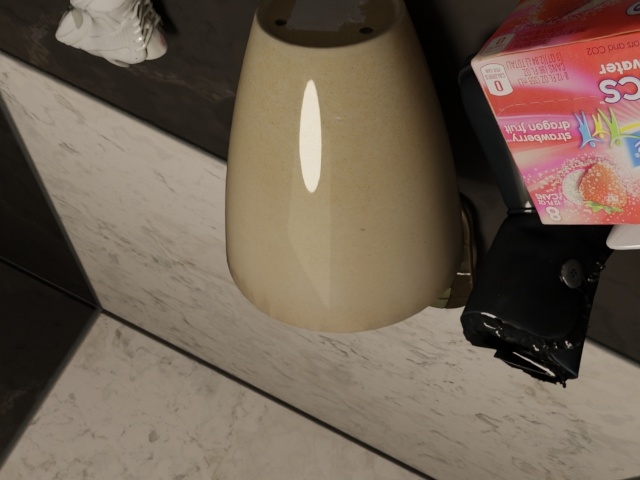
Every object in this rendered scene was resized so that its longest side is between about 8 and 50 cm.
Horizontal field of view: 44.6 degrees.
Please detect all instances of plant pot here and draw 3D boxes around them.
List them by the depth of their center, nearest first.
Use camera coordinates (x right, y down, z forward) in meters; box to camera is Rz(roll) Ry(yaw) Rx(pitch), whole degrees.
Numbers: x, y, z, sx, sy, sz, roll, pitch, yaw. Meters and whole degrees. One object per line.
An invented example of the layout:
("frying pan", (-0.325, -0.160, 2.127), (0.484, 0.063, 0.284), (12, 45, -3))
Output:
("plant pot", (0.015, -0.097, 0.746), (0.256, 0.256, 0.274), (18, 140, 23))

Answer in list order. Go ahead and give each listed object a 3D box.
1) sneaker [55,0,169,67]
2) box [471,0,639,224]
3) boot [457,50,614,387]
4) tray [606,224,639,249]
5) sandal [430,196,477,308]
("sneaker", (-0.209, -0.251, 0.851), (0.115, 0.090, 0.232), (30, 167, -21))
("box", (0.273, -0.107, 0.486), (0.300, 0.142, 0.154), (1, 132, 46))
("boot", (0.176, -0.013, 0.676), (0.246, 0.207, 0.094), (42, 154, -28))
("tray", (0.344, -0.051, 0.533), (0.270, 0.145, 0.030), (-6, 119, 39))
("sandal", (0.162, 0.012, 1.007), (0.090, 0.060, 0.219), (12, 138, 21))
